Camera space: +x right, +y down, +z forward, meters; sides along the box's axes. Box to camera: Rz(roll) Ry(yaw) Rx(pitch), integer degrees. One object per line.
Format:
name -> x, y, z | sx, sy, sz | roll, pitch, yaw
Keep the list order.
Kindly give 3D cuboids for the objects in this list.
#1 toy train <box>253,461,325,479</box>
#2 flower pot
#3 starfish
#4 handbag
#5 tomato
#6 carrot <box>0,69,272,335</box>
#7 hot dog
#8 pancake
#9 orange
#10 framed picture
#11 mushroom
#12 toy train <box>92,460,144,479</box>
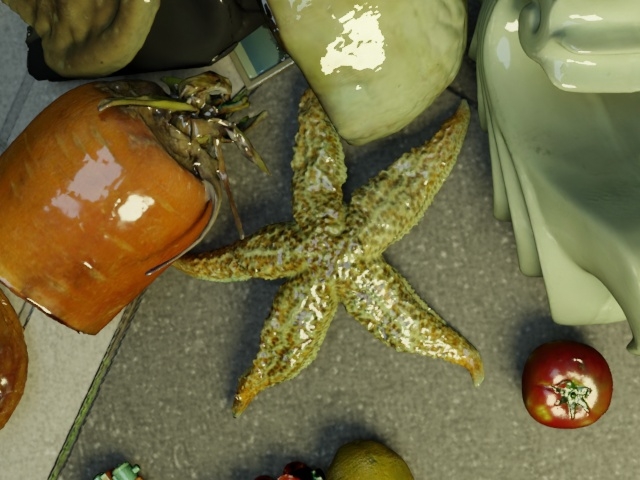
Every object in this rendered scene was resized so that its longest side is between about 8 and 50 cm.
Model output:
toy train -> -0.048, 0.283, 0.950 | 0.138, 0.050, 0.087 | -28, 88, 10
flower pot -> 0.234, -0.093, 0.783 | 0.165, 0.254, 0.367 | -7, 90, -10
starfish -> -0.001, -0.002, 0.935 | 0.347, 0.078, 0.357 | -15, 87, 14
handbag -> -0.206, -0.319, 0.945 | 0.288, 0.152, 0.342 | -15, 86, 26
tomato -> 0.230, 0.134, 0.884 | 0.087, 0.075, 0.087 | 0, 97, -2
carrot -> -0.207, -0.044, 0.907 | 0.331, 0.214, 0.193 | -46, 126, 4
hot dog -> -0.402, 0.113, 0.993 | 0.161, 0.099, 0.226 | -12, 98, 11
pancake -> -0.235, -0.265, 0.868 | 0.222, 0.042, 0.236 | -29, 81, 39
orange -> 0.048, 0.239, 0.915 | 0.085, 0.085, 0.095 | -34, 68, 9
framed picture -> -0.063, -0.246, 0.977 | 0.109, 0.011, 0.149 | -29, 84, 10
mushroom -> 0.036, -0.226, 0.816 | 0.164, 0.189, 0.267 | -21, 94, 10
toy train -> -0.195, 0.279, 0.984 | 0.064, 0.044, 0.103 | -40, 84, 5
